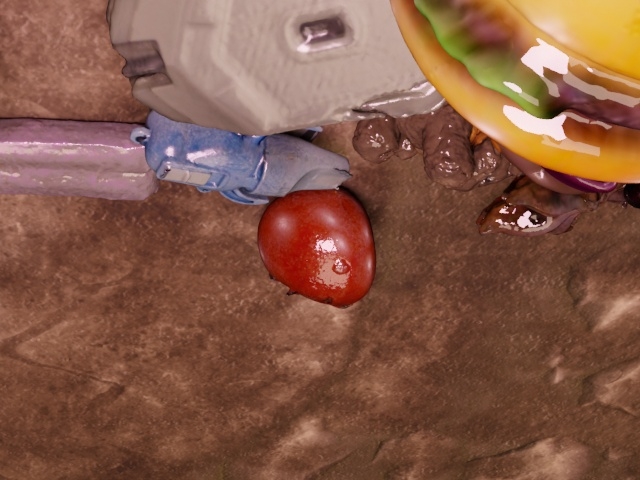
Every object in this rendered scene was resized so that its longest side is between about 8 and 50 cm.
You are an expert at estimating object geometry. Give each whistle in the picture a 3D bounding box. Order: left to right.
[{"bbox_3d":[-0.092,-0.100,1.397,0.269,0.093,0.180,8,146,-27],"label":"whistle"}]

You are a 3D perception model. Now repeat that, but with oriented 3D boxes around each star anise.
[{"bbox_3d":[0.332,-0.071,1.528,0.288,0.088,0.288,-19,163,-6],"label":"star anise"}]

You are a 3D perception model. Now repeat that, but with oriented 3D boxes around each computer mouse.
[{"bbox_3d":[-0.006,-0.242,1.242,0.428,0.145,0.228,-9,125,13],"label":"computer mouse"}]

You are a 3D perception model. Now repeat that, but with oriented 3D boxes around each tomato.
[{"bbox_3d":[0.000,0.000,1.551,0.167,0.167,0.167,-4,141,-3],"label":"tomato"}]

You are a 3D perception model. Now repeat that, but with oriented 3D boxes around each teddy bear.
[{"bbox_3d":[0.159,-0.124,1.440,0.177,0.140,0.190,18,174,43],"label":"teddy bear"}]

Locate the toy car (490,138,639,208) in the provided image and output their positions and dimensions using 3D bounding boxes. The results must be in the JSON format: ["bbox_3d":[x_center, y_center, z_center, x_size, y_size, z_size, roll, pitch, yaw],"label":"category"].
[{"bbox_3d":[0.332,-0.190,1.291,0.340,0.240,0.271,-27,95,-3],"label":"toy car"}]

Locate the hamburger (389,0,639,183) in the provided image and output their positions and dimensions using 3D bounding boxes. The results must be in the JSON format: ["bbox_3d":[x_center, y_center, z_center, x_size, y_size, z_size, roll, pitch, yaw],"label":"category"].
[{"bbox_3d":[0.236,-0.242,0.991,0.395,0.396,0.277,5,151,-14],"label":"hamburger"}]

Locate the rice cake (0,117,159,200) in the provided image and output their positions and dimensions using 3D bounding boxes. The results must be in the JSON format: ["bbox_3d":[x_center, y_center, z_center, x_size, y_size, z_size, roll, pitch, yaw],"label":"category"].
[{"bbox_3d":[-0.344,-0.098,1.453,0.297,0.050,0.106,2,141,-9],"label":"rice cake"}]

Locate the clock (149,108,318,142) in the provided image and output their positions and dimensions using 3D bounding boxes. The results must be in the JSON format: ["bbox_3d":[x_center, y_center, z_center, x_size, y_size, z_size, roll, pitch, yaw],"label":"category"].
[{"bbox_3d":[-0.096,-0.164,1.412,0.214,0.042,0.215,-4,141,-3],"label":"clock"}]
